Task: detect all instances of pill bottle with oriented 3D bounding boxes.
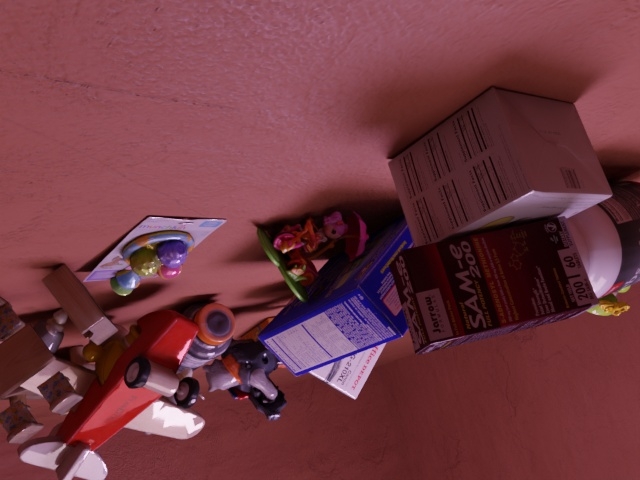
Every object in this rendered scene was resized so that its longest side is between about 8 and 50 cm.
[{"bbox_3d":[-0.282,0.218,1.521,0.130,0.131,0.245,-2,159,-37],"label":"pill bottle"},{"bbox_3d":[0.508,0.007,1.291,0.362,0.210,0.210,-12,166,-38],"label":"pill bottle"}]

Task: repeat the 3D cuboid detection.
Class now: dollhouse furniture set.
[{"bbox_3d":[-0.465,0.169,1.078,0.242,0.212,0.161,-38,172,-17],"label":"dollhouse furniture set"}]

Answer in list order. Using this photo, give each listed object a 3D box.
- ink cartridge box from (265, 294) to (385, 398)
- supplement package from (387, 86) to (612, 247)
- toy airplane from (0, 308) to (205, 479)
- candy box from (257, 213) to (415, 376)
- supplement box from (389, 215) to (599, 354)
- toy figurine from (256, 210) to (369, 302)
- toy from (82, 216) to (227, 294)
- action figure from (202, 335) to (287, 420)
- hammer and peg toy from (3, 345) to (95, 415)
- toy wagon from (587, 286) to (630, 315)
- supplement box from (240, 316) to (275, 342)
[{"bbox_3d":[0.019,0.235,1.566,0.237,0.172,0.100,36,168,-28],"label":"ink cartridge box"},{"bbox_3d":[0.244,-0.085,0.935,0.194,0.149,0.203,-1,158,-39],"label":"supplement package"},{"bbox_3d":[-0.429,0.294,1.354,0.384,0.272,0.386,-9,131,-14],"label":"toy airplane"},{"bbox_3d":[0.071,0.094,1.232,0.317,0.122,0.268,-31,-168,48],"label":"candy box"},{"bbox_3d":[0.226,0.058,0.890,0.239,0.130,0.073,-12,162,-12],"label":"supplement box"},{"bbox_3d":[0.000,0.000,1.138,0.159,0.130,0.173,-30,137,6],"label":"toy figurine"},{"bbox_3d":[-0.261,0.035,1.064,0.136,0.056,0.237,0,159,-44],"label":"toy"},{"bbox_3d":[-0.155,0.255,1.671,0.330,0.341,0.179,-30,137,-30],"label":"action figure"},{"bbox_3d":[-0.620,0.374,1.751,0.265,0.127,0.361,-18,164,11],"label":"hammer and peg toy"},{"bbox_3d":[0.541,0.077,1.479,0.267,0.344,0.068,3,117,-15],"label":"toy wagon"},{"bbox_3d":[-0.156,0.284,1.948,0.080,0.078,0.233,-1,159,-30],"label":"supplement box"}]
